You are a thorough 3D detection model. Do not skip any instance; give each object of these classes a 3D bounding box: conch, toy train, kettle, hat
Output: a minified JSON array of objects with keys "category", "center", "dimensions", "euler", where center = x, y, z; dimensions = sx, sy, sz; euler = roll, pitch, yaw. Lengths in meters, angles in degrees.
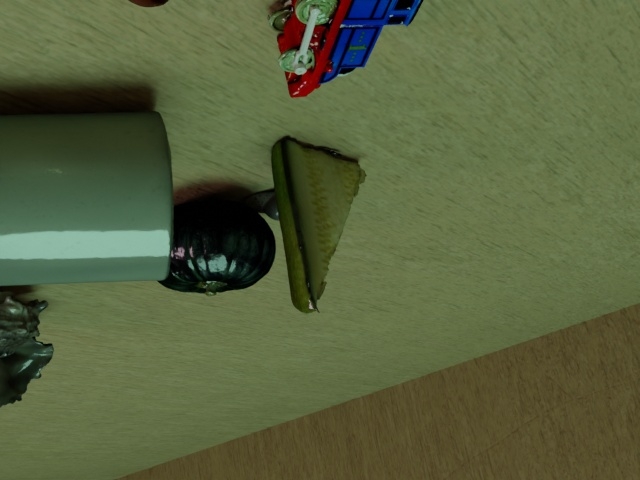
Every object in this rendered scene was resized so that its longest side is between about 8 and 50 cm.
[{"category":"conch","center":[-0.567,0.162,1.453],"dimensions":[0.240,0.186,0.313],"euler":[-20,139,-3]},{"category":"toy train","center":[0.024,-0.235,0.867],"dimensions":[0.131,0.083,0.204],"euler":[-7,158,-18]},{"category":"kettle","center":[-0.348,-0.060,1.007],"dimensions":[0.317,0.265,0.205],"euler":[-5,125,-18]},{"category":"hat","center":[-0.077,-0.048,1.324],"dimensions":[0.087,0.042,0.058],"euler":[-17,157,14]}]

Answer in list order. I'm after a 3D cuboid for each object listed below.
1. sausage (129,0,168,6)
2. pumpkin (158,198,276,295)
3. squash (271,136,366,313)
[{"category":"sausage","center":[-0.166,-0.250,0.766],"dimensions":[0.054,0.059,0.094],"euler":[28,170,21]},{"category":"pumpkin","center":[-0.167,0.016,1.296],"dimensions":[0.201,0.140,0.202],"euler":[-6,165,-2]},{"category":"squash","center":[0.000,0.000,1.199],"dimensions":[0.169,0.252,0.093],"euler":[11,150,-44]}]
